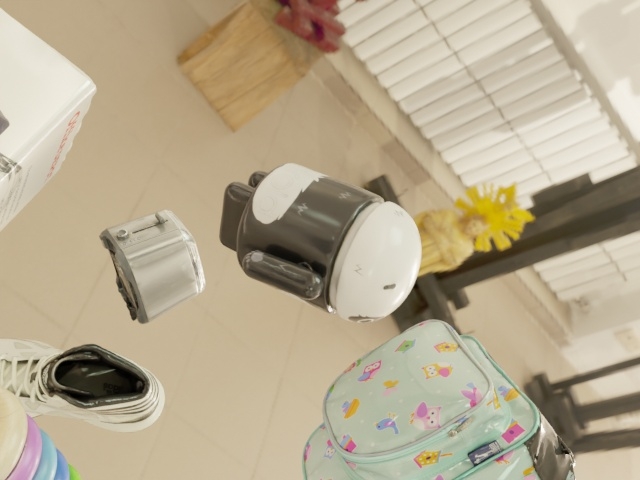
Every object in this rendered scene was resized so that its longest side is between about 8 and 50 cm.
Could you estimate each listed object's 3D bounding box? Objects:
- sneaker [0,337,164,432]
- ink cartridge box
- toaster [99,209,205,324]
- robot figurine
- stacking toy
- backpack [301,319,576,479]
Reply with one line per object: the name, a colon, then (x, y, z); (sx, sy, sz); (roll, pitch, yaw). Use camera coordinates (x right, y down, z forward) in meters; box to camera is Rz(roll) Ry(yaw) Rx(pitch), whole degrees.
sneaker: (-0.509, 0.231, 1.520); (0.447, 0.257, 0.169); (7, 65, -4)
ink cartridge box: (-0.293, -0.039, 0.636); (0.100, 0.172, 0.237); (40, 60, -9)
toaster: (-0.306, 0.051, 1.575); (0.146, 0.129, 0.227); (-26, 135, -20)
robot figurine: (-0.001, 0.003, 1.133); (0.209, 0.278, 0.174); (-59, 156, -20)
stacking toy: (-0.327, 0.310, 0.984); (0.330, 0.141, 0.141); (65, 26, -44)
backpack: (0.076, 0.166, 0.659); (0.144, 0.188, 0.166); (50, 3, -25)
